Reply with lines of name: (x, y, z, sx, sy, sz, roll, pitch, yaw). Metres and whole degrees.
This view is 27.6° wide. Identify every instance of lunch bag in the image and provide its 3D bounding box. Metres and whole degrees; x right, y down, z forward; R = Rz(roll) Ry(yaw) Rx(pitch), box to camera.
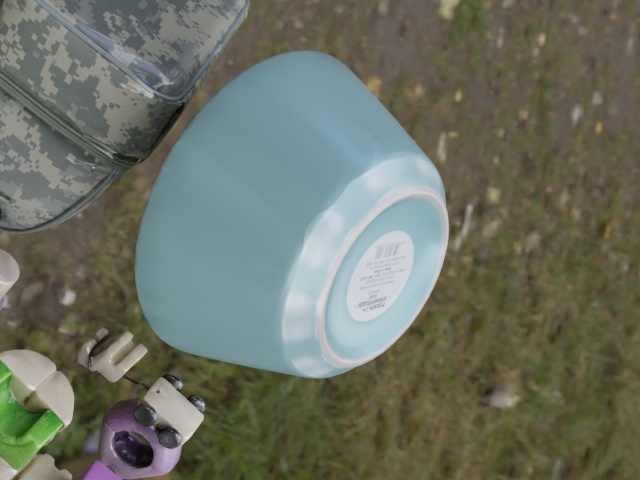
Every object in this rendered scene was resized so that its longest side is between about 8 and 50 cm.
lunch bag: (-0.243, -0.166, 1.317, 0.256, 0.212, 0.305, -50, -169, 33)

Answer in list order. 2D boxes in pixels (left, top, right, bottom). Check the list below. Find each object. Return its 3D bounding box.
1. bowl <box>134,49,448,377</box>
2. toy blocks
bowl: (0.000, 0.000, 1.185, 0.311, 0.163, 0.311, -32, 137, -36)
toy blocks: (-0.326, 0.207, 1.168, 0.260, 0.288, 0.309, -44, -176, 32)
